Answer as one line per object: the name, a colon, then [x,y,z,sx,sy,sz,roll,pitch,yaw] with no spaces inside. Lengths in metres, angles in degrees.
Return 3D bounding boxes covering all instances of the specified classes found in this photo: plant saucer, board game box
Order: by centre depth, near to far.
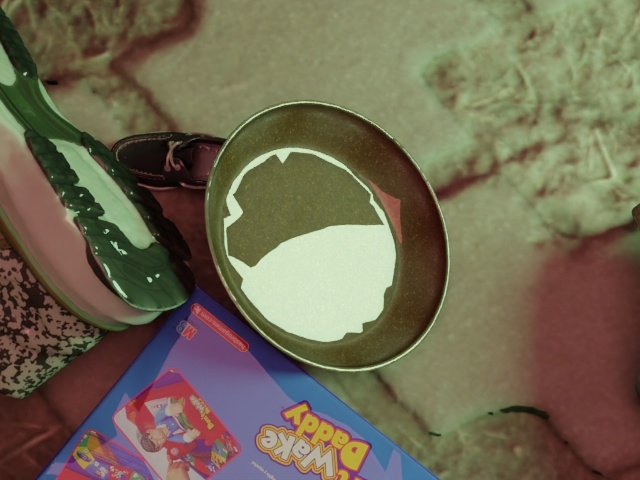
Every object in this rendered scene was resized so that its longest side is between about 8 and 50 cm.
board game box: [-0.024,0.230,1.211,0.347,0.078,0.233,39,79,6]
plant saucer: [0.000,0.000,1.249,0.199,0.036,0.198,12,66,-29]

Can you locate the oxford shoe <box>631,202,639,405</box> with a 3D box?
oxford shoe: [0.291,0.127,1.246,0.130,0.123,0.348,-8,79,23]

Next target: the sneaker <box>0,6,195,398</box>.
sneaker: [-0.276,-0.059,1.235,0.182,0.158,0.410,-45,71,16]

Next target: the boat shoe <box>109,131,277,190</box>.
boat shoe: [-0.091,-0.056,1.288,0.125,0.038,0.046,11,78,0]
